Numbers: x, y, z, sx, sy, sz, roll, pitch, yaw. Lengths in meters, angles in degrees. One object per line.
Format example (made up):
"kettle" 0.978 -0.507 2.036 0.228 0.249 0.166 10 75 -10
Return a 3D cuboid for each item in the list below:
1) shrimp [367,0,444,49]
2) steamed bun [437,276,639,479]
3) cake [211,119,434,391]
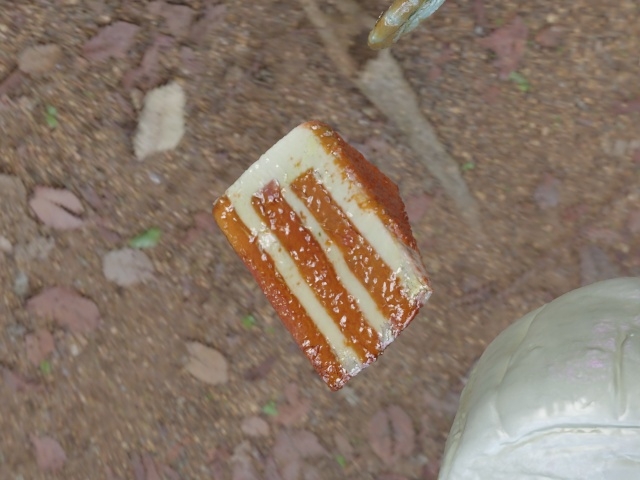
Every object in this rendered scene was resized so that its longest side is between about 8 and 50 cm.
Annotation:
"shrimp" 0.118 -0.265 1.555 0.043 0.091 0.184 44 72 3
"steamed bun" 0.300 0.166 1.191 0.384 0.247 0.236 15 123 6
"cake" 0.000 0.000 1.424 0.158 0.262 0.160 -44 111 11
